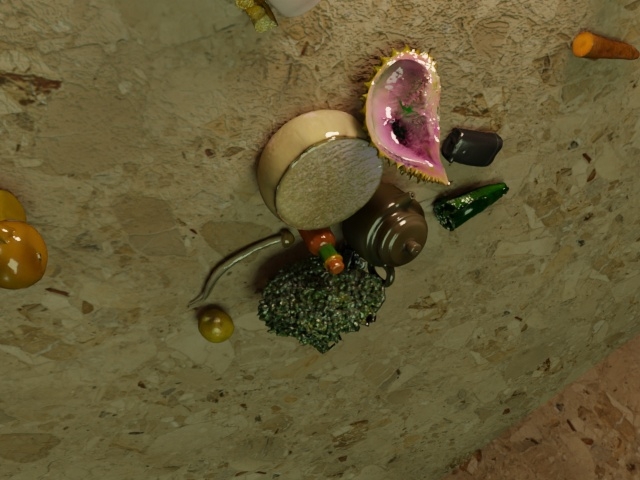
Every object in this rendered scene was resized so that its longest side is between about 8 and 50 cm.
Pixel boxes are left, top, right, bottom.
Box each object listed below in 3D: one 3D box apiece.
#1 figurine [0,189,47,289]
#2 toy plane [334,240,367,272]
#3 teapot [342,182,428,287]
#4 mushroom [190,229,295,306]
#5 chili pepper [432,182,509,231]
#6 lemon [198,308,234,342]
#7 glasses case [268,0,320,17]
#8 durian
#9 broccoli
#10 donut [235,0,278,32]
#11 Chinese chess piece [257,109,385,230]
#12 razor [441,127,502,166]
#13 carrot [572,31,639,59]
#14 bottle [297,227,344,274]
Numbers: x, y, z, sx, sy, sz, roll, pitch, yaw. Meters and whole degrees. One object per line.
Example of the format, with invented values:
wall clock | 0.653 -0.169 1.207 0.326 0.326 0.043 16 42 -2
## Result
figurine | -0.598 0.020 1.284 0.228 0.215 0.215 -24 142 -3
toy plane | 0.067 0.027 1.821 0.135 0.062 0.188 15 126 -12
teapot | 0.167 -0.007 1.718 0.185 0.175 0.268 -9 125 -31
mushroom | -0.196 0.063 1.720 0.306 0.043 0.068 -32 117 7
chili pepper | 0.390 -0.095 1.890 0.216 0.062 0.108 -20 148 -13
lemon | -0.259 0.209 1.808 0.082 0.082 0.111 -33 149 5
glasses case | -0.089 -0.469 1.151 0.113 0.075 0.297 -38 142 10
durian | 0.155 -0.248 1.466 0.186 0.261 0.153 14 170 -27
broccoli | 0.003 0.137 1.785 0.288 0.245 0.248 20 95 2
donut | -0.112 -0.389 1.239 0.037 0.067 0.083 -24 179 20
Chinese chess piece | 0.000 -0.144 1.545 0.270 0.112 0.270 -18 141 -15
razor | 0.358 -0.218 1.734 0.148 0.054 0.090 3 128 -35
carrot | 0.670 -0.440 1.688 0.224 0.057 0.057 -3 136 -34
bottle | 0.000 0.000 1.646 0.069 0.187 0.069 -19 143 -15
